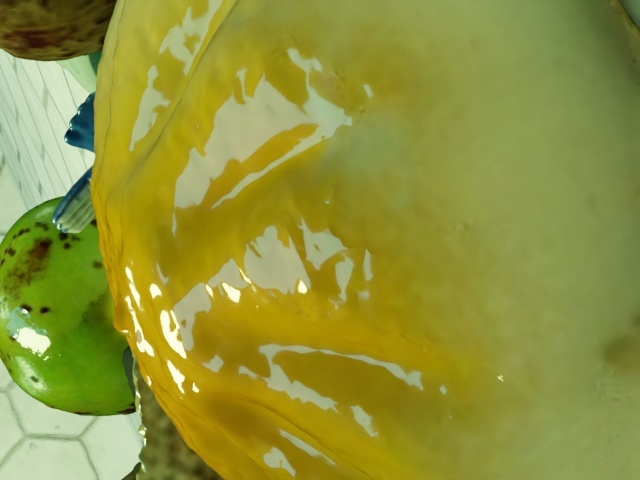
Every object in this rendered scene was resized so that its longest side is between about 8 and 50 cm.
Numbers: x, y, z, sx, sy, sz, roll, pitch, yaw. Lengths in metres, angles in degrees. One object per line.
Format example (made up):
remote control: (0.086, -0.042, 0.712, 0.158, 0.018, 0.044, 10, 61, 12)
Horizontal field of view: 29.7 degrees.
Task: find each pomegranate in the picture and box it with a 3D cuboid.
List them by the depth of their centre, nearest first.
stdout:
pomegranate: (-0.203, 0.081, 1.187, 0.286, 0.231, 0.231, 32, 144, 46)

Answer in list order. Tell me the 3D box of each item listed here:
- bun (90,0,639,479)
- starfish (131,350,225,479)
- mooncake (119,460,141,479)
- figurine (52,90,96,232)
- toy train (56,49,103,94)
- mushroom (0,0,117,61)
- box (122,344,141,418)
bun: (0.000, 0.000, 0.450, 0.299, 0.165, 0.299, 57, 163, 28)
starfish: (-0.097, 0.194, 0.559, 0.082, 0.432, 0.324, 2, 141, 26)
mooncake: (-0.119, 0.312, 1.203, 0.228, 0.228, 0.124, 53, 159, 41)
figurine: (-0.063, 0.010, 0.800, 0.262, 0.121, 0.164, 50, 149, 10)
toy train: (-0.197, -0.226, 0.931, 0.086, 0.088, 0.407, 57, 163, 30)
mushroom: (-0.251, -0.224, 0.598, 0.334, 0.356, 0.331, 50, 156, 40)
box: (-0.081, 0.172, 1.048, 0.201, 0.042, 0.212, 18, 141, 30)
